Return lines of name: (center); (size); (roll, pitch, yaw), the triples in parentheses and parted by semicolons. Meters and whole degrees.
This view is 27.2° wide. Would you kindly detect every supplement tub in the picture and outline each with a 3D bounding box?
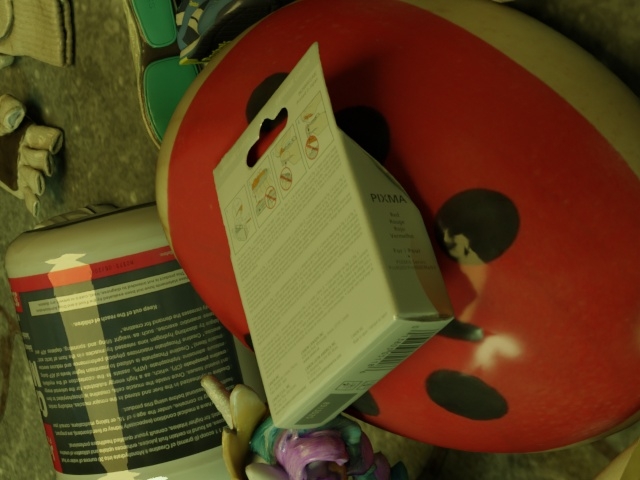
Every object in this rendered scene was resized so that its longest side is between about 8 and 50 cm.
supplement tub: (-0.140, 0.108, 1.092); (0.191, 0.191, 0.272); (-7, 97, 50)

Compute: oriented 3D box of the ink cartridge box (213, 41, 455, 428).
ink cartridge box: (0.000, 0.000, 0.768); (0.145, 0.045, 0.179); (-46, 49, 47)

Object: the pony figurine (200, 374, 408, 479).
pony figurine: (0.037, 0.282, 0.888); (0.351, 0.303, 0.363); (47, 157, 28)

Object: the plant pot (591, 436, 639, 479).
plant pot: (0.224, 0.150, 0.755); (0.109, 0.109, 0.096); (42, 120, 32)

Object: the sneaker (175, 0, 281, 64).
sneaker: (-0.077, -0.178, 1.017); (0.144, 0.053, 0.059); (-18, 78, 61)

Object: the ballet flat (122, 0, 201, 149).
ballet flat: (-0.132, -0.155, 1.113); (0.052, 0.057, 0.168); (-172, 72, -78)

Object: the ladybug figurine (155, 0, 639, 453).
ladybug figurine: (0.042, -0.009, 0.859); (0.449, 0.162, 0.305); (19, 116, 45)

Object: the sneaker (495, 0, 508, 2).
sneaker: (0.156, -0.209, 0.732); (0.094, 0.080, 0.212); (40, 130, 18)

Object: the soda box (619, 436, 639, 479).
soda box: (0.222, 0.070, 0.681); (0.058, 0.061, 0.181); (21, 82, 40)

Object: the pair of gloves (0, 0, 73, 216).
pair of gloves: (-0.321, -0.164, 1.329); (0.204, 0.042, 0.240); (33, 126, 39)

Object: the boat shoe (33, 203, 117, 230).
boat shoe: (-0.190, 0.095, 1.227); (0.096, 0.088, 0.267); (-26, 82, 50)
